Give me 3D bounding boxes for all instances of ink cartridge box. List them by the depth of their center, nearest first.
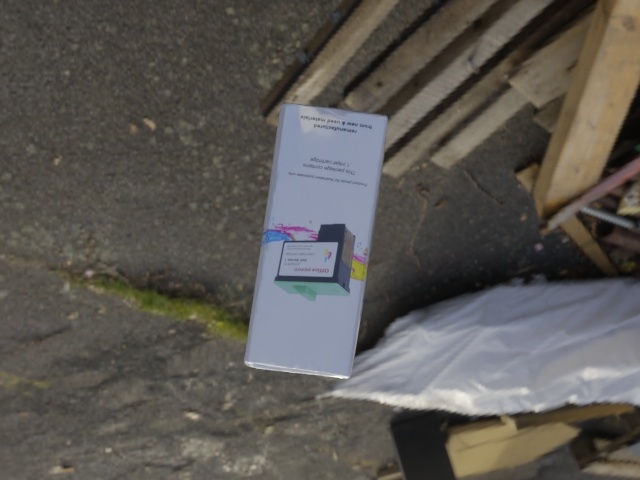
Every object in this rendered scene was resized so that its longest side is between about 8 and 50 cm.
[{"bbox_3d":[0.000,0.000,1.009,0.117,0.278,0.201,9,-179,3],"label":"ink cartridge box"}]
